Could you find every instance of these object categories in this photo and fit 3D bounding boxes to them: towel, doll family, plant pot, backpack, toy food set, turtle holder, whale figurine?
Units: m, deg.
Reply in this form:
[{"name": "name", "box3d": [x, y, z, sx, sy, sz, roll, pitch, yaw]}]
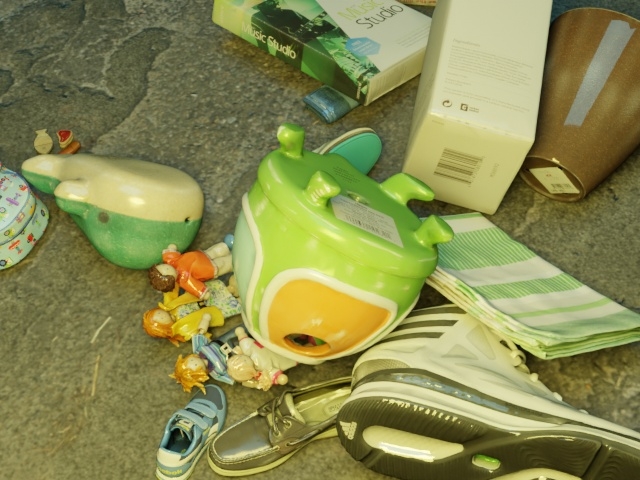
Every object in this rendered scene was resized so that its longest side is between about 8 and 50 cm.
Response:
[{"name": "towel", "box3d": [0.036, -0.230, 1.825, 0.119, 0.029, 0.067, -35, 58, -24]}, {"name": "towel", "box3d": [0.239, 0.047, 1.490, 0.248, 0.038, 0.325, -5, 29, -42]}, {"name": "doll family", "box3d": [-0.132, 0.120, 1.499, 0.163, 0.118, 0.263, -22, 55, -37]}, {"name": "plant pot", "box3d": [0.380, -0.176, 1.676, 0.215, 0.215, 0.230, 23, 69, 20]}, {"name": "backpack", "box3d": [-0.479, -0.044, 1.635, 0.173, 0.116, 0.158, 21, 55, 14]}, {"name": "toy food set", "box3d": [-0.394, -0.128, 1.765, 0.078, 0.019, 0.122, -7, 43, -5]}, {"name": "turtle holder", "box3d": [-0.011, 0.001, 1.403, 0.243, 0.227, 0.320, 11, 25, -43]}, {"name": "whale figurine", "box3d": [-0.293, -0.046, 1.617, 0.272, 0.141, 0.216, 17, 13, 27]}]

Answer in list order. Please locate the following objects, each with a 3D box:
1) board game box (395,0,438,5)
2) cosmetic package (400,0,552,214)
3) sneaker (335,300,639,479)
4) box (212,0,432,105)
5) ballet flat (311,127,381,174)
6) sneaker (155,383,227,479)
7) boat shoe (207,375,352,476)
[{"name": "board game box", "box3d": [0.172, -0.524, 1.886, 0.224, 0.303, 0.097, 6, 51, 6]}, {"name": "cosmetic package", "box3d": [0.228, -0.250, 1.678, 0.155, 0.197, 0.365, 16, 59, -1]}, {"name": "sneaker", "box3d": [0.259, 0.187, 1.385, 0.448, 0.169, 0.257, 17, 40, 2]}, {"name": "box", "box3d": [0.021, -0.345, 1.872, 0.322, 0.058, 0.232, 31, 44, 26]}, {"name": "ballet flat", "box3d": [-0.015, -0.085, 1.681, 0.086, 0.086, 0.248, 32, 59, 25]}, {"name": "sneaker", "box3d": [-0.156, 0.229, 1.432, 0.053, 0.059, 0.144, 14, 49, 15]}, {"name": "boat shoe", "box3d": [-0.036, 0.217, 1.428, 0.224, 0.073, 0.080, -18, 51, -14]}]
